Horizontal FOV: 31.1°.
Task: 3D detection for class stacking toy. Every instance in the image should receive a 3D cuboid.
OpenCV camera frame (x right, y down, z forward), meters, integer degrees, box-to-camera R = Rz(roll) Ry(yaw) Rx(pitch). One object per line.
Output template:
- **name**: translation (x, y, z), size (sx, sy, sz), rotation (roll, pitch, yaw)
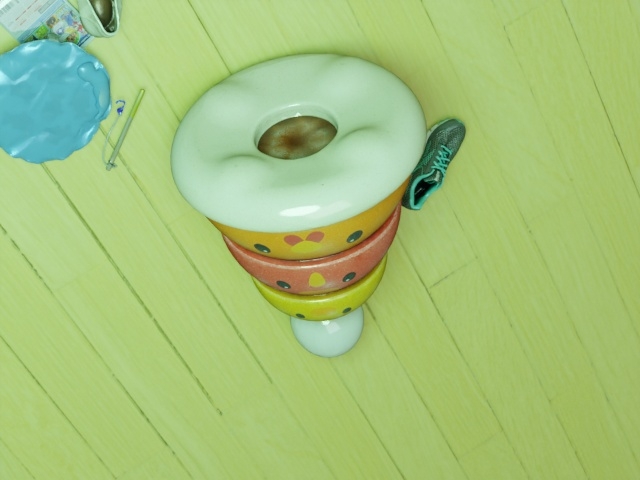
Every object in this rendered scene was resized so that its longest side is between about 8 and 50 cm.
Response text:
- **stacking toy**: translation (0.000, 0.000, 1.686), size (0.350, 0.351, 0.480), rotation (-22, 134, -9)

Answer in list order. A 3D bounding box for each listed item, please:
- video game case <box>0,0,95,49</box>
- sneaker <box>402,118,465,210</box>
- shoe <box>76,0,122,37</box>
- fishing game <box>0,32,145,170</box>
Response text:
- **video game case**: translation (-0.373, -0.294, 1.552), size (0.087, 0.011, 0.122), rotation (-42, 119, 2)
- **sneaker**: translation (0.177, -0.112, 1.784), size (0.065, 0.076, 0.166), rotation (30, 101, -28)
- **shoe**: translation (-0.297, -0.374, 1.513), size (0.076, 0.058, 0.219), rotation (-13, 112, -15)
- **fishing game**: translation (-0.379, -0.195, 1.574), size (0.264, 0.041, 0.189), rotation (9, 118, -30)
